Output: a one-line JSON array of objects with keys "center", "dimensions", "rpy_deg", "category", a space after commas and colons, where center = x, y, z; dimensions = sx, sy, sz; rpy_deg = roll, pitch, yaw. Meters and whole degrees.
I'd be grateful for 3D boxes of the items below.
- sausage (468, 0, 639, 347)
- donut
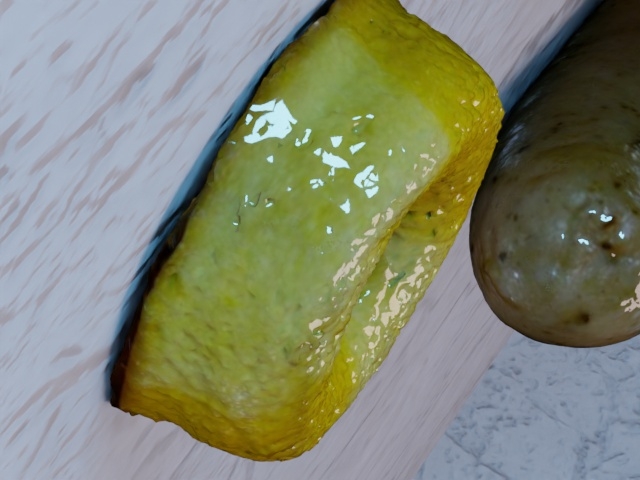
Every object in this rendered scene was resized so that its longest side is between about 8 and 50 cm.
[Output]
[{"center": [0.206, -0.090, 1.148], "dimensions": [0.136, 0.123, 0.501], "rpy_deg": [-20, -163, 36], "category": "sausage"}, {"center": [0.000, 0.000, 0.556], "dimensions": [0.152, 0.058, 0.152], "rpy_deg": [-56, 169, -16], "category": "donut"}]
